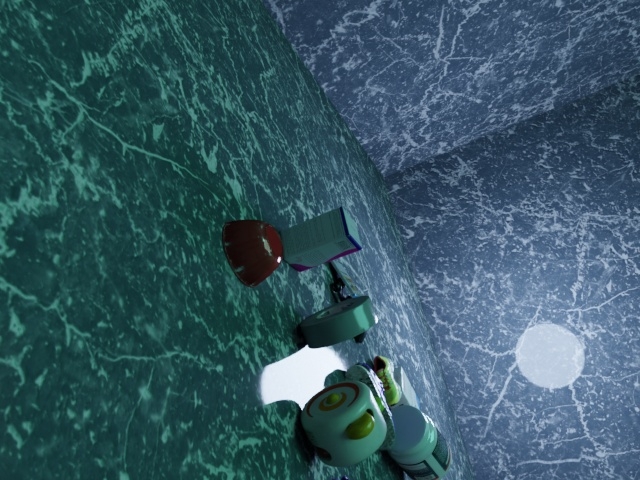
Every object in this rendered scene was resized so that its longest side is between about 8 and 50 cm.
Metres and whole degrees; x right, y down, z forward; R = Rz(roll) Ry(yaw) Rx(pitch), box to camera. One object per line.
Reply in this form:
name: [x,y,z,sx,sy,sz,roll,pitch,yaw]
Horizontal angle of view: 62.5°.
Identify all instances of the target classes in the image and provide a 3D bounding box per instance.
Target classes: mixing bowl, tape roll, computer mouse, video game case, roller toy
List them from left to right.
mixing bowl: [-0.157,0.018,1.334,0.181,0.098,0.181,58,19,-33]
tape roll: [0.052,0.233,1.516,0.072,0.219,0.219,67,17,-1]
roller toy: [0.054,0.447,1.310,0.209,0.191,0.146,-62,130,-71]
video game case: [0.102,0.151,2.026,0.166,0.015,0.119,57,10,21]
computer mouse: [0.117,0.260,1.965,0.261,0.060,0.184,70,16,6]

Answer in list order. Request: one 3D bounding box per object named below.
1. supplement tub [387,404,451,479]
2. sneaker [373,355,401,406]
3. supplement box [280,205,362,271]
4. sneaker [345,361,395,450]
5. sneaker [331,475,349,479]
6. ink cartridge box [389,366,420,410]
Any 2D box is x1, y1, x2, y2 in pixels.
supplement tub: [0.339,0.723,1.871,0.272,0.191,0.191,56,21,-38]
sneaker: [0.243,0.534,2.019,0.094,0.082,0.208,43,23,-42]
supplement box: [0.000,0.000,1.633,0.111,0.220,0.113,45,27,-55]
sneaker: [0.184,0.541,1.761,0.293,0.102,0.146,70,16,5]
sneaker: [0.078,0.650,1.366,0.170,0.068,0.071,49,20,-48]
ink cartridge box: [0.329,0.636,2.126,0.203,0.086,0.148,61,18,-21]
